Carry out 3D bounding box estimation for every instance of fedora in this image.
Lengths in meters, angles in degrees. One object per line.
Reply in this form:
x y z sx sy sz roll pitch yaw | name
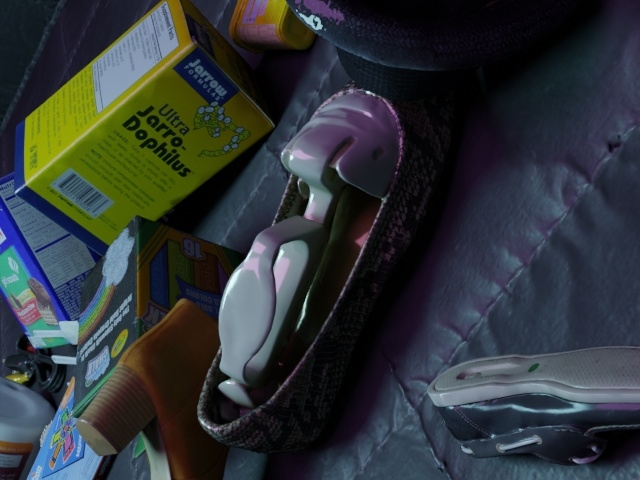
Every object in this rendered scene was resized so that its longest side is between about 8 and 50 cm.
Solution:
0.107 -0.257 0.833 0.152 0.334 0.334 97 173 -58 | fedora

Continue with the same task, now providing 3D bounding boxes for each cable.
-0.601 0.265 1.775 0.287 0.072 0.139 -2 53 44 | cable

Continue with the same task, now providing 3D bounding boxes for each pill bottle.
-0.689 0.478 1.593 0.224 0.224 0.392 36 102 58 | pill bottle

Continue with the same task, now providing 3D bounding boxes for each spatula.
-0.436 0.218 1.458 0.019 0.168 0.242 -39 17 -35 | spatula

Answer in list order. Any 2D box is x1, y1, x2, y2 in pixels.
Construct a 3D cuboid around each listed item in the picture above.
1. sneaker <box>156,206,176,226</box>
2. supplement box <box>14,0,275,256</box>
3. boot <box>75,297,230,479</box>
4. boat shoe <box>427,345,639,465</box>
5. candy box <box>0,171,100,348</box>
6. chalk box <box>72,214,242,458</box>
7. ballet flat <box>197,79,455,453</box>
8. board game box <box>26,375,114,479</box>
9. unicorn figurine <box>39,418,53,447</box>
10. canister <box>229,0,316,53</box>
-0.319 -0.075 1.486 0.121 0.108 0.302 -50 31 3 | sneaker
-0.280 -0.178 1.287 0.356 0.195 0.194 -36 41 13 | supplement box
-0.124 0.230 0.951 0.104 0.295 0.211 -14 25 46 | boot
0.191 0.128 0.622 0.233 0.084 0.079 -15 98 45 | boat shoe
-0.525 0.036 1.530 0.268 0.122 0.317 -15 104 53 | candy box
-0.211 0.147 1.108 0.180 0.179 0.289 -43 41 34 | chalk box
0.000 0.000 0.861 0.164 0.182 0.483 23 92 35 | ballet flat
-0.424 0.387 1.383 0.145 0.027 0.281 30 98 34 | board game box
-0.478 0.384 1.484 0.111 0.060 0.162 -13 58 49 | unicorn figurine
-0.064 -0.355 1.277 0.170 0.073 0.126 21 90 57 | canister
